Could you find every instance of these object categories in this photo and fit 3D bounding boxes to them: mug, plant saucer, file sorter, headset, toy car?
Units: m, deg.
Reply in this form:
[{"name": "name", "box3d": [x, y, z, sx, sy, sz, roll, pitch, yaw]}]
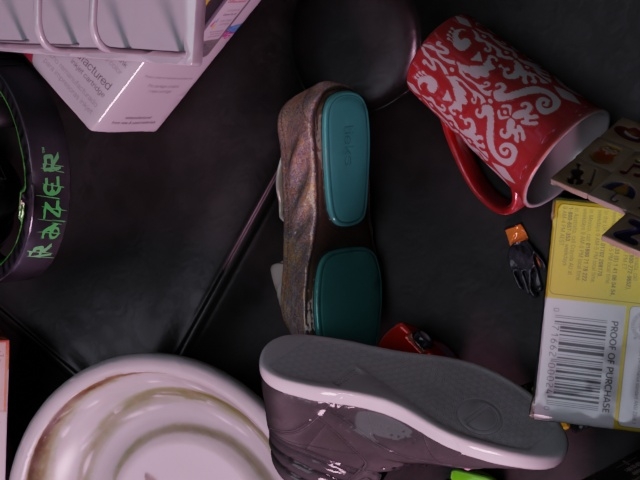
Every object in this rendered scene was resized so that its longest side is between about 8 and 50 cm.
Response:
[{"name": "mug", "box3d": [0.160, -0.113, 1.516, 0.169, 0.113, 0.150, 44, 110, 22]}, {"name": "plant saucer", "box3d": [-0.149, 0.312, 1.713, 0.400, 0.100, 0.400, 3, 95, 28]}, {"name": "file sorter", "box3d": [-0.268, -0.273, 1.549, 0.278, 0.173, 0.192, 7, 98, 28]}, {"name": "headset", "box3d": [-0.415, -0.101, 1.765, 0.394, 0.185, 0.243, 31, 119, 46]}, {"name": "toy car", "box3d": [0.157, 0.206, 1.570, 0.239, 0.053, 0.225, 12, 99, 28]}]

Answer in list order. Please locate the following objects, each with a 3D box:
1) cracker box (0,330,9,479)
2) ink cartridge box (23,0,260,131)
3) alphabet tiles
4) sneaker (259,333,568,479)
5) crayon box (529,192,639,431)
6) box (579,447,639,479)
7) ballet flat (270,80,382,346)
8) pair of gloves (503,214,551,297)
[{"name": "cracker box", "box3d": [-0.393, 0.211, 1.808, 0.156, 0.067, 0.232, -164, 75, -70]}, {"name": "ink cartridge box", "box3d": [-0.184, -0.294, 1.675, 0.226, 0.131, 0.306, 48, 114, 17]}, {"name": "alphabet tiles", "box3d": [0.327, -0.038, 1.384, 0.237, 0.198, 0.009, 26, 138, 33]}, {"name": "sneaker", "box3d": [0.082, 0.189, 1.533, 0.296, 0.104, 0.147, 14, 128, 9]}, {"name": "crayon box", "box3d": [0.354, 0.075, 1.414, 0.319, 0.081, 0.202, 7, 96, 14]}, {"name": "box", "box3d": [0.289, 0.284, 1.394, 0.163, 0.247, 0.142, 34, 107, 22]}, {"name": "ballet flat", "box3d": [0.000, 0.000, 1.626, 0.106, 0.107, 0.316, 1, 89, 48]}, {"name": "pair of gloves", "box3d": [0.217, 0.012, 1.548, 0.083, 0.010, 0.074, -21, 84, 28]}]
